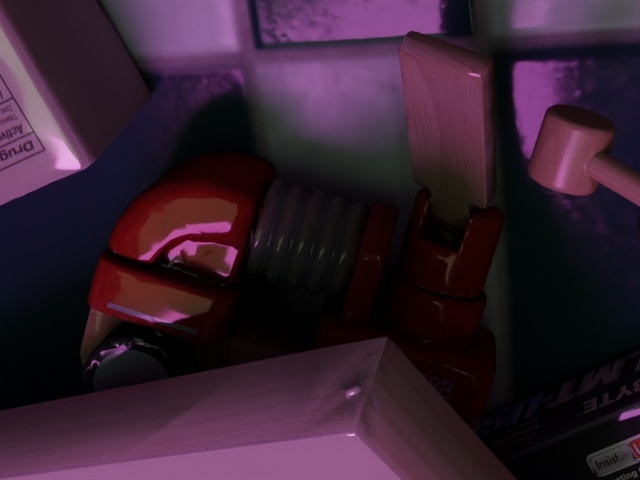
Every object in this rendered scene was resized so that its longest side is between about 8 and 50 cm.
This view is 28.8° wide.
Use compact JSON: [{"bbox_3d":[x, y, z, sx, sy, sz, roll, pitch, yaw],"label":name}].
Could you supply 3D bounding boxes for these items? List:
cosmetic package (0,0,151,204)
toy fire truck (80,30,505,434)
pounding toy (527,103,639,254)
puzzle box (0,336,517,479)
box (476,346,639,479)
[{"bbox_3d":[-0.237,-0.160,0.627,0.160,0.113,0.309,-20,110,19],"label":"cosmetic package"},{"bbox_3d":[0.000,0.000,0.648,0.217,0.158,0.246,18,106,3],"label":"toy fire truck"},{"bbox_3d":[0.187,0.010,0.583,0.206,0.181,0.094,20,118,2],"label":"pounding toy"},{"bbox_3d":[-0.056,0.180,0.679,0.408,0.052,0.272,-14,131,38],"label":"puzzle box"},{"bbox_3d":[0.184,0.223,0.752,0.295,0.073,0.293,-27,108,21],"label":"box"}]
